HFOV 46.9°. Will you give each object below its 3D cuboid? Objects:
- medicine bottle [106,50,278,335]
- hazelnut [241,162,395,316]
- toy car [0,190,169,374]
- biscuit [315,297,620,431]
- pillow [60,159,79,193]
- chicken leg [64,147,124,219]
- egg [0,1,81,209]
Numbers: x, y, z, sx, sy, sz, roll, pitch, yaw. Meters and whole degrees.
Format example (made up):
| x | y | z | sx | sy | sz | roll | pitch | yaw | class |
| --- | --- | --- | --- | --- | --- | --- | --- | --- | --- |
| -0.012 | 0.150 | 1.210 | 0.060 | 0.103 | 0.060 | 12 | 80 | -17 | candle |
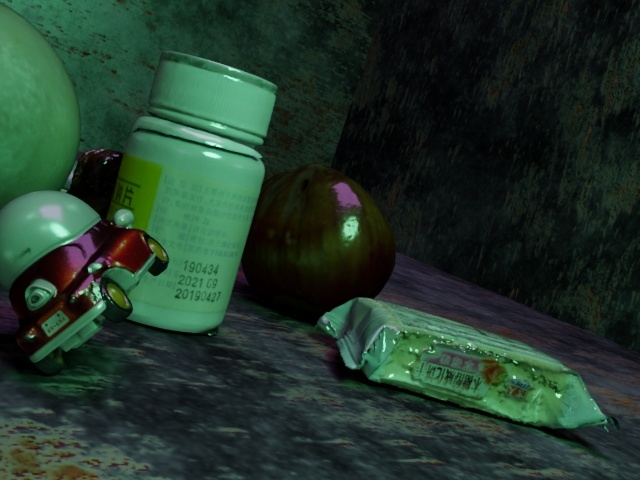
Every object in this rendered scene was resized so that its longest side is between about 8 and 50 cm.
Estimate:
| x | y | z | sx | sy | sz | roll | pitch | yaw | class |
| --- | --- | --- | --- | --- | --- | --- | --- | --- | --- |
| -0.134 | -0.048 | 0.747 | 0.143 | 0.258 | 0.143 | 17 | 5 | -1 | medicine bottle |
| 0.000 | 0.000 | 1.013 | 0.217 | 0.217 | 0.251 | 16 | 2 | -23 | hazelnut |
| -0.189 | 0.017 | 0.534 | 0.112 | 0.112 | 0.139 | 52 | 7 | -13 | toy car |
| 0.160 | 0.137 | 0.828 | 0.309 | 0.079 | 0.186 | 18 | 7 | -13 | biscuit |
| -0.406 | -0.084 | 1.062 | 0.249 | 0.106 | 0.186 | 19 | -3 | -17 | pillow |
| -0.213 | -0.027 | 0.917 | 0.177 | 0.083 | 0.322 | 2 | -22 | -3 | chicken leg |
| -0.379 | -0.127 | 0.751 | 0.258 | 0.259 | 0.352 | 15 | 7 | -35 | egg |
